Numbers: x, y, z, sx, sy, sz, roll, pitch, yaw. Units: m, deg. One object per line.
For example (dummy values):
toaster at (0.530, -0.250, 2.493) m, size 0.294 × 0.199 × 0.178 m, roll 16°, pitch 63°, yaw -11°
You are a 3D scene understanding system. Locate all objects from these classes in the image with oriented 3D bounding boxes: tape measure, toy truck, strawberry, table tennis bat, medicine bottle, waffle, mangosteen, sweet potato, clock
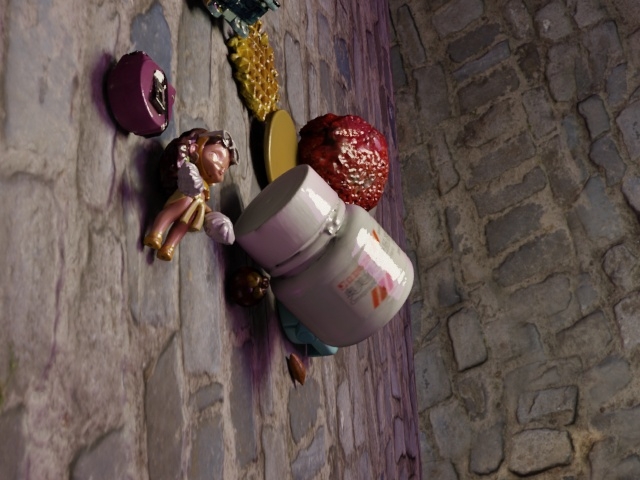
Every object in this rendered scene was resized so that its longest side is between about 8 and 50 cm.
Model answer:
tape measure at (-0.273, -0.226, 1.323) m, size 0.118 × 0.074 × 0.125 m, roll 58°, pitch 26°, yaw -56°
toy truck at (-0.183, -0.514, 1.758) m, size 0.140 × 0.108 × 0.257 m, roll 53°, pitch 12°, yaw 11°
strawberry at (0.037, -0.188, 2.125) m, size 0.220 × 0.274 × 0.274 m, roll -2°, pitch 84°, yaw -72°
table tennis bat at (-0.079, -0.151, 2.016) m, size 0.198 × 0.050 × 0.320 m, roll -67°, pitch 152°, yaw -54°
medicine bottle at (0.004, 0.029, 1.743) m, size 0.325 × 0.256 × 0.256 m, roll 48°, pitch 27°, yaw -18°
waffle at (-0.144, -0.385, 1.950) m, size 0.228 × 0.051 × 0.231 m, roll -71°, pitch 150°, yaw -61°
mangosteen at (-0.138, 0.090, 1.668) m, size 0.081 × 0.081 × 0.080 m, roll -8°, pitch 90°, yaw -76°
sweet potato at (-0.053, 0.292, 1.974) m, size 0.034 × 0.034 × 0.095 m, roll -74°, pitch 153°, yaw -57°
clock at (-0.032, 0.144, 2.023) m, size 0.274 × 0.094 × 0.223 m, roll 48°, pitch 36°, yaw -62°

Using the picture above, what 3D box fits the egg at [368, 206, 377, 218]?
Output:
egg at (0.094, -0.112, 2.526) m, size 0.146 × 0.147 × 0.198 m, roll -31°, pitch 119°, yaw -74°

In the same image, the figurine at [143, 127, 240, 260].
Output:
figurine at (-0.212, -0.079, 1.403) m, size 0.174 × 0.116 × 0.240 m, roll 62°, pitch 31°, yaw -48°
